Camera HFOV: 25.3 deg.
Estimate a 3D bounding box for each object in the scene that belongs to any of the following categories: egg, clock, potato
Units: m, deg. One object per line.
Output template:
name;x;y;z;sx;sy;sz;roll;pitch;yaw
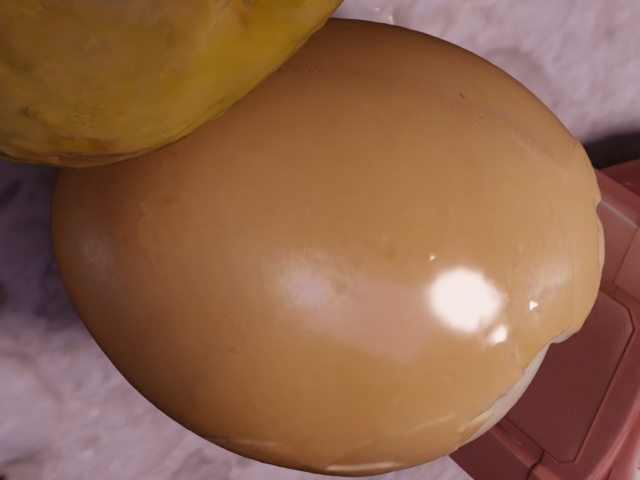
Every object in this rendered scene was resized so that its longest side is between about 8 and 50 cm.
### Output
egg;0.000;0.000;0.619;0.244;0.201;0.201;15;115;-33
clock;0.206;0.042;0.857;0.241;0.142;0.227;-14;133;-39
potato;-0.067;-0.141;0.448;0.285;0.242;0.242;-47;137;12

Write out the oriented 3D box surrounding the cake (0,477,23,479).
cake;-0.240;0.248;0.686;0.158;0.159;0.262;19;111;-40
